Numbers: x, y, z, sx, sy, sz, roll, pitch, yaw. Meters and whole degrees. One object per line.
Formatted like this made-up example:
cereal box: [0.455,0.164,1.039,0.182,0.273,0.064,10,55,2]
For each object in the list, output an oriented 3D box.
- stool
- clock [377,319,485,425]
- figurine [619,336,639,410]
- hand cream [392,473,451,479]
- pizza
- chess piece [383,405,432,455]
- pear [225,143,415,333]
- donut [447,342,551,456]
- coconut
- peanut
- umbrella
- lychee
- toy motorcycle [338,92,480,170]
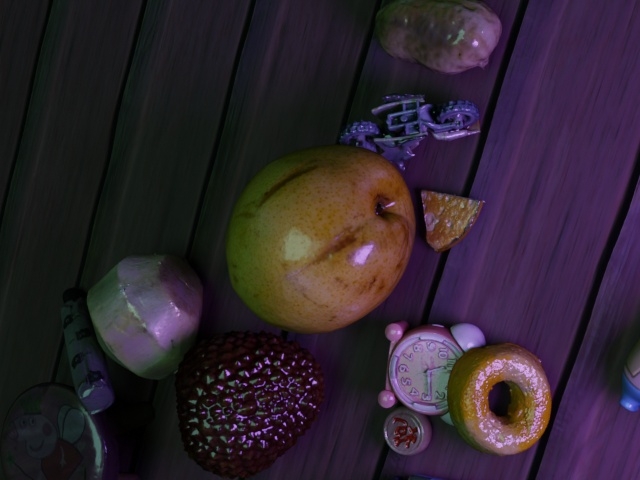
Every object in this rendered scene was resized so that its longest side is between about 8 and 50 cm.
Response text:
stool: [-0.466,0.398,1.966,0.272,0.178,0.272,1,91,30]
clock: [0.187,0.208,1.640,0.162,0.093,0.166,8,93,21]
figurine: [0.529,0.153,1.398,0.262,0.154,0.180,-63,21,15]
hand cream: [0.243,0.421,1.628,0.271,0.058,0.091,6,106,26]
pizza: [0.204,-0.048,1.653,0.123,0.026,0.108,-48,66,25]
chess piece: [0.145,0.316,1.690,0.083,0.038,0.084,2,94,29]
pear: [0.000,0.000,1.614,0.314,0.314,0.314,1,92,30]
donut: [0.279,0.248,1.557,0.162,0.065,0.178,-16,93,-2]
coconut: [-0.323,0.144,1.869,0.237,0.197,0.237,2,94,26]
peanut: [0.184,-0.330,1.604,0.224,0.129,0.129,24,103,37]
umbrella: [-0.451,0.199,1.938,0.337,0.067,0.073,-122,20,-52]
lychee: [-0.118,0.269,1.738,0.271,0.271,0.271,1,92,30]
toy motorcycle: [0.148,-0.177,1.642,0.229,0.130,0.094,-10,65,17]
